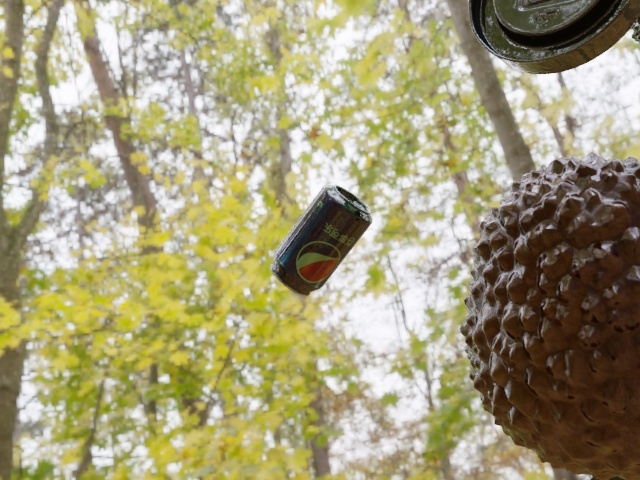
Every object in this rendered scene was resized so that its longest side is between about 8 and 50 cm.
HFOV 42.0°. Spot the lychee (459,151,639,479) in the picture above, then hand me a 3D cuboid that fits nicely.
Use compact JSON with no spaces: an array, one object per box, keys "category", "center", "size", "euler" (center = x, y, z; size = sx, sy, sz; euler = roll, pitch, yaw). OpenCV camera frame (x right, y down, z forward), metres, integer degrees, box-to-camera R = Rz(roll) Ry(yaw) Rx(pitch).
[{"category":"lychee","center":[0.222,0.050,0.646],"size":[0.272,0.271,0.271],"euler":[-10,-25,-5]}]

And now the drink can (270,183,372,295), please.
[{"category":"drink can","center":[0.000,0.000,1.566],"size":[0.118,0.118,0.205],"euler":[19,-67,-48]}]

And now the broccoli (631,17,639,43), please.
[{"category":"broccoli","center":[0.761,-0.497,1.578],"size":[0.375,0.249,0.302],"euler":[-24,-57,22]}]

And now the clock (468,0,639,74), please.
[{"category":"clock","center":[0.404,-0.432,1.414],"size":[0.319,0.318,0.066],"euler":[-27,-35,29]}]

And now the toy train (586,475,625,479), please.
[{"category":"toy train","center":[0.447,0.359,1.229],"size":[0.111,0.071,0.170],"euler":[-8,-46,-31]}]
